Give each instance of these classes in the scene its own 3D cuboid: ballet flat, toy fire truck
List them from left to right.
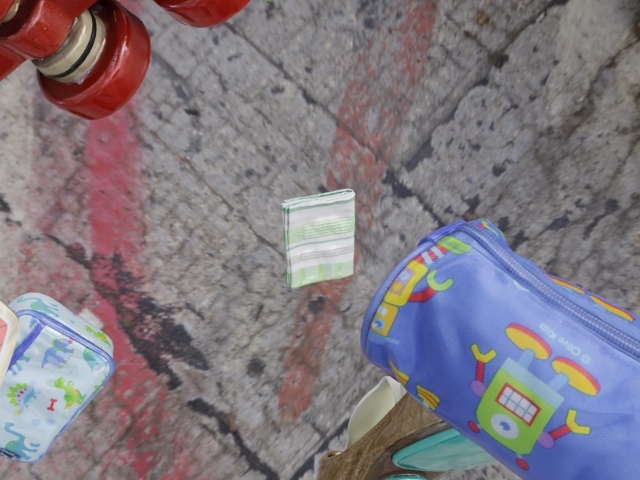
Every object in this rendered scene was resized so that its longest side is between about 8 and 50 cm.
[{"bbox_3d":[-0.199,-0.259,0.648,0.302,0.169,0.253,-34,60,17],"label":"toy fire truck"},{"bbox_3d":[0.088,0.171,0.768,0.116,0.342,0.124,9,51,-25],"label":"ballet flat"}]

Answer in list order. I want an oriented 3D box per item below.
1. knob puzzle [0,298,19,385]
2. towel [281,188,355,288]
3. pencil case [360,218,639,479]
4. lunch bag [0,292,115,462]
[{"bbox_3d":[-0.323,0.089,0.621,0.213,0.030,0.213,-4,102,-20],"label":"knob puzzle"},{"bbox_3d":[0.000,0.000,1.255,0.113,0.023,0.152,-11,123,-14],"label":"towel"},{"bbox_3d":[0.166,0.097,0.466,0.306,0.119,0.133,34,130,30],"label":"pencil case"},{"bbox_3d":[-0.412,0.192,1.168,0.219,0.090,0.176,-46,115,5],"label":"lunch bag"}]
